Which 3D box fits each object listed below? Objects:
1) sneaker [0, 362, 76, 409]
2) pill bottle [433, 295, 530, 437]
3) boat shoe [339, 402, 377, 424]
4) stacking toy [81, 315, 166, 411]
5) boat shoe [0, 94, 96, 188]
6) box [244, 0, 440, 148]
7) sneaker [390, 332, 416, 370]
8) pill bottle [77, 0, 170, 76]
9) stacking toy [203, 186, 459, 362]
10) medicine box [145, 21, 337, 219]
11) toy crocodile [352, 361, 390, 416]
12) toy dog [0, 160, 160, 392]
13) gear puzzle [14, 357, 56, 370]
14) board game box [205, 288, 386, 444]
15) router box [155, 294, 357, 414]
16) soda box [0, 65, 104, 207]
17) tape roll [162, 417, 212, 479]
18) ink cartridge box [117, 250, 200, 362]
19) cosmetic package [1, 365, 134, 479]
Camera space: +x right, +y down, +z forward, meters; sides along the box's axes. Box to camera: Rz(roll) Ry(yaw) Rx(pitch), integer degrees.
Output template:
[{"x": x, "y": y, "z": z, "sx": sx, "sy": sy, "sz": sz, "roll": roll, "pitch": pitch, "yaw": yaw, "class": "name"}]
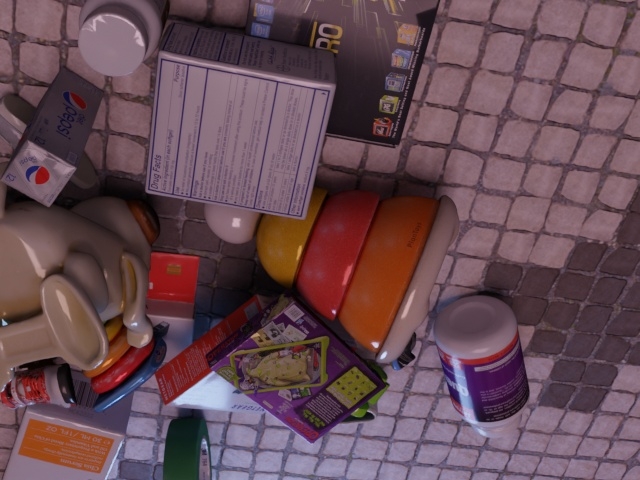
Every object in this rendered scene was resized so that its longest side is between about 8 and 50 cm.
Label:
[{"x": -0.581, "y": 0.306, "z": 1.673, "sx": 0.145, "sy": 0.270, "sz": 0.090, "roll": -11, "pitch": 89, "yaw": -19, "class": "sneaker"}, {"x": 0.370, "y": 0.293, "z": 1.844, "sx": 0.182, "sy": 0.181, "sz": 0.322, "roll": -15, "pitch": 123, "yaw": 6, "class": "pill bottle"}, {"x": 0.005, "y": 0.402, "z": 1.951, "sx": 0.268, "sy": 0.088, "sz": 0.096, "roll": 3, "pitch": 124, "yaw": -6, "class": "boat shoe"}, {"x": -0.475, "y": 0.182, "z": 1.677, "sx": 0.166, "sy": 0.175, "sz": 0.302, "roll": -37, "pitch": 105, "yaw": 13, "class": "stacking toy"}, {"x": -0.528, "y": -0.173, "z": 1.544, "sx": 0.081, "sy": 0.079, "sz": 0.227, "roll": -32, "pitch": 116, "yaw": 28, "class": "boat shoe"}, {"x": 0.031, "y": -0.375, "z": 1.424, "sx": 0.319, "sy": 0.097, "sz": 0.394, "roll": 11, "pitch": 123, "yaw": -6, "class": "box"}, {"x": 0.176, "y": 0.210, "z": 1.856, "sx": 0.078, "sy": 0.067, "sz": 0.188, "roll": -24, "pitch": 123, "yaw": -13, "class": "sneaker"}, {"x": -0.321, "y": -0.358, "z": 1.332, "sx": 0.131, "sy": 0.229, "sz": 0.131, "roll": -1, "pitch": 124, "yaw": -2, "class": "pill bottle"}, {"x": 0.000, "y": 0.000, "z": 1.607, "sx": 0.480, "sy": 0.350, "sz": 0.350, "roll": 23, "pitch": 122, "yaw": 4, "class": "stacking toy"}, {"x": -0.138, "y": -0.202, "z": 1.395, "sx": 0.290, "sy": 0.149, "sz": 0.263, "roll": 10, "pitch": 124, "yaw": -6, "class": "medicine box"}, {"x": 0.038, "y": 0.318, "z": 1.811, "sx": 0.341, "sy": 0.105, "sz": 0.115, "roll": 12, "pitch": 114, "yaw": -45, "class": "toy crocodile"}, {"x": -0.463, "y": 0.046, "z": 1.497, "sx": 0.285, "sy": 0.408, "sz": 0.395, "roll": -25, "pitch": 95, "yaw": 20, "class": "toy dog"}, {"x": -0.729, "y": 0.239, "z": 1.717, "sx": 0.339, "sy": 0.044, "sz": 0.175, "roll": 1, "pitch": 138, "yaw": -24, "class": "gear puzzle"}, {"x": -0.040, "y": 0.259, "z": 1.615, "sx": 0.208, "sy": 0.056, "sz": 0.347, "roll": -41, "pitch": 129, "yaw": 2, "class": "board game box"}, {"x": -0.130, "y": 0.257, "z": 1.757, "sx": 0.301, "sy": 0.082, "sz": 0.335, "roll": -38, "pitch": 149, "yaw": 20, "class": "router box"}, {"x": -0.455, "y": -0.184, "z": 1.407, "sx": 0.091, "sy": 0.286, "sz": 0.098, "roll": 32, "pitch": 117, "yaw": -24, "class": "soda box"}, {"x": -0.306, "y": 0.579, "z": 1.911, "sx": 0.077, "sy": 0.321, "sz": 0.321, "roll": -2, "pitch": 124, "yaw": -2, "class": "tape roll"}, {"x": -0.418, "y": 0.140, "z": 1.763, "sx": 0.297, "sy": 0.066, "sz": 0.261, "roll": 6, "pitch": 124, "yaw": -8, "class": "ink cartridge box"}, {"x": -0.625, "y": 0.526, "z": 1.953, "sx": 0.230, "sy": 0.161, "sz": 0.453, "roll": 18, "pitch": 122, "yaw": -15, "class": "cosmetic package"}]
